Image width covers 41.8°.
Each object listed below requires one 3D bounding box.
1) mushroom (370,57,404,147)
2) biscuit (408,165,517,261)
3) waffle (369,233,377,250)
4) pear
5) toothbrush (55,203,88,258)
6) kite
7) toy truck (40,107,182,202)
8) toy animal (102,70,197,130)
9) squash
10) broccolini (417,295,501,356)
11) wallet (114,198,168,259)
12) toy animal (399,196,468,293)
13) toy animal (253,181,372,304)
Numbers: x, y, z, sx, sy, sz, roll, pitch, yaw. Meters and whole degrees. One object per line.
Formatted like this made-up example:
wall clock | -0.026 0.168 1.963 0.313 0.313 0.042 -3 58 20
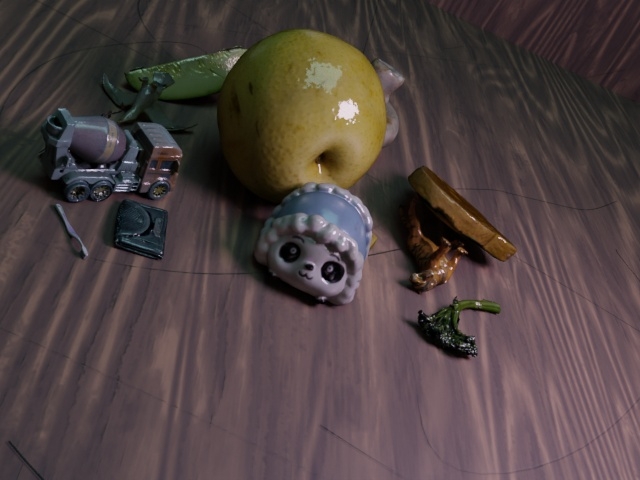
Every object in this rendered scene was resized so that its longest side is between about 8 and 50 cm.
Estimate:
mushroom | 0.099 -0.335 2.013 0.243 0.243 0.243 21 32 -14
biscuit | 0.309 -0.055 1.860 0.287 0.057 0.344 40 12 -3
waffle | 0.016 -0.025 1.689 0.191 0.032 0.125 31 33 6
pear | -0.038 -0.241 1.651 0.348 0.348 0.348 21 32 -14
toothbrush | -0.400 -0.018 1.348 0.011 0.013 0.131 9 35 -48
kite | -0.420 -0.215 1.537 0.016 0.127 0.229 61 21 -13
toy truck | -0.362 -0.152 1.450 0.257 0.140 0.108 -3 43 -41
toy animal | -0.364 -0.289 1.694 0.219 0.095 0.155 31 27 5
squash | -0.284 -0.358 1.843 0.169 0.093 0.252 -7 13 32
broccolini | 0.298 0.162 1.630 0.271 0.062 0.123 -9 58 -50
wallet | -0.303 -0.025 1.423 0.088 0.026 0.129 18 32 -19
toy animal | 0.217 0.010 1.756 0.114 0.116 0.255 34 18 -32
toy animal | 0.000 0.000 1.511 0.208 0.156 0.204 29 31 -3
